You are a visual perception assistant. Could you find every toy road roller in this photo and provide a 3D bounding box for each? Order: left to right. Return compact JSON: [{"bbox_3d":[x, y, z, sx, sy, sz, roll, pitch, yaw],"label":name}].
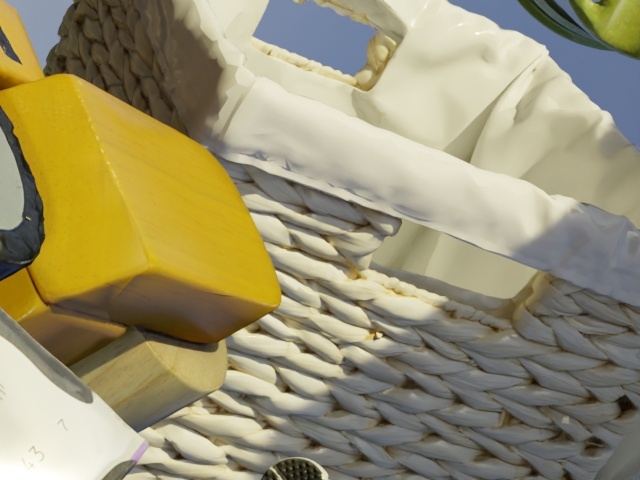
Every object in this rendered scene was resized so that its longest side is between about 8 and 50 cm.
[{"bbox_3d":[-0.182,-0.036,0.652,0.202,0.329,0.240,-29,-110,13],"label":"toy road roller"}]

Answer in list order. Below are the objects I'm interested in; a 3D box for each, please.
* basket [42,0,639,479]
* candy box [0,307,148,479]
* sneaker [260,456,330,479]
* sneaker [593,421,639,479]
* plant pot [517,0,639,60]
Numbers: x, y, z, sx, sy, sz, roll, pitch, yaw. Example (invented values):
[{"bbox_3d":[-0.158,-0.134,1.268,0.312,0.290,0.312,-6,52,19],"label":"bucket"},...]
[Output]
[{"bbox_3d":[0.000,0.000,1.017,0.266,0.328,0.331,-61,-153,19],"label":"basket"},{"bbox_3d":[-0.142,0.107,0.343,0.196,0.070,0.165,-52,-172,-35],"label":"candy box"},{"bbox_3d":[0.003,0.140,0.683,0.040,0.044,0.109,-11,-107,12],"label":"sneaker"},{"bbox_3d":[0.248,0.117,1.212,0.095,0.235,0.090,41,-36,29],"label":"sneaker"},{"bbox_3d":[0.286,-0.266,1.514,0.276,0.276,0.254,-51,-169,17],"label":"plant pot"}]
